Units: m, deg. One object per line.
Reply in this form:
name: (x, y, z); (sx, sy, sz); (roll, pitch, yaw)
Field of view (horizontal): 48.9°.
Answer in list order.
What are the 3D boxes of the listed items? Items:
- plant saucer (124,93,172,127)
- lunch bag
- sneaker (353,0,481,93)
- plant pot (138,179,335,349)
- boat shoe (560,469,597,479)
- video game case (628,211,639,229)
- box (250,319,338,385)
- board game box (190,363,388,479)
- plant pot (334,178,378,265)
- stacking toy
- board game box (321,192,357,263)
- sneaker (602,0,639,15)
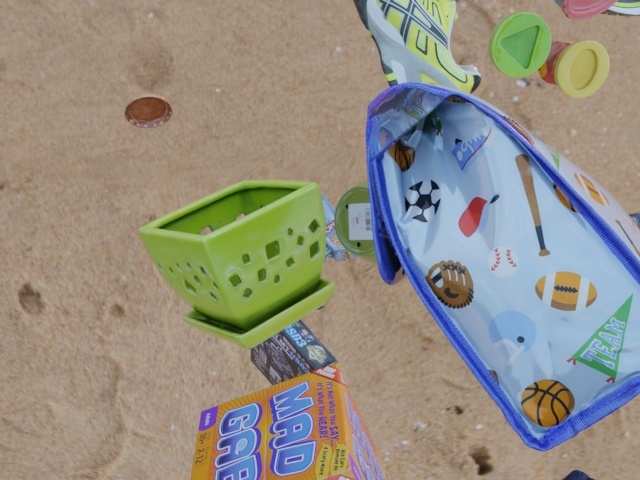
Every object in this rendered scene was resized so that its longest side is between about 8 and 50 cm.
plant saucer: (-0.304, -0.230, 1.241); (0.084, 0.083, 0.013); (-7, 59, -13)
lunch bag: (0.212, -0.009, 0.811); (0.239, 0.328, 0.385); (-37, 85, 19)
sneaker: (0.135, -0.384, 1.146); (0.147, 0.145, 0.384); (-23, 110, 11)
plant pot: (-0.121, 0.037, 1.136); (0.227, 0.228, 0.207); (-28, 110, -33)
boat shoe: (0.189, 0.327, 0.536); (0.158, 0.127, 0.341); (14, 39, 44)
video game case: (0.909, 0.058, 2.075); (0.026, 0.196, 0.274); (-21, 93, -21)
box: (-0.078, 0.315, 1.857); (0.073, 0.293, 0.295); (-27, 53, -29)
board game box: (-0.051, 0.566, 1.577); (0.357, 0.356, 0.356); (-21, 114, 6)
plant pot: (0.174, -0.045, 1.467); (0.294, 0.275, 0.274); (-2, 64, -49)
stacking toy: (0.477, -0.472, 1.483); (0.280, 0.130, 0.308); (2, 112, -15)
board game box: (0.000, 0.000, 1.847); (0.194, 0.060, 0.194); (-39, 65, -20)
sneaker: (0.740, -0.585, 1.639); (0.300, 0.111, 0.121); (2, 107, -7)
